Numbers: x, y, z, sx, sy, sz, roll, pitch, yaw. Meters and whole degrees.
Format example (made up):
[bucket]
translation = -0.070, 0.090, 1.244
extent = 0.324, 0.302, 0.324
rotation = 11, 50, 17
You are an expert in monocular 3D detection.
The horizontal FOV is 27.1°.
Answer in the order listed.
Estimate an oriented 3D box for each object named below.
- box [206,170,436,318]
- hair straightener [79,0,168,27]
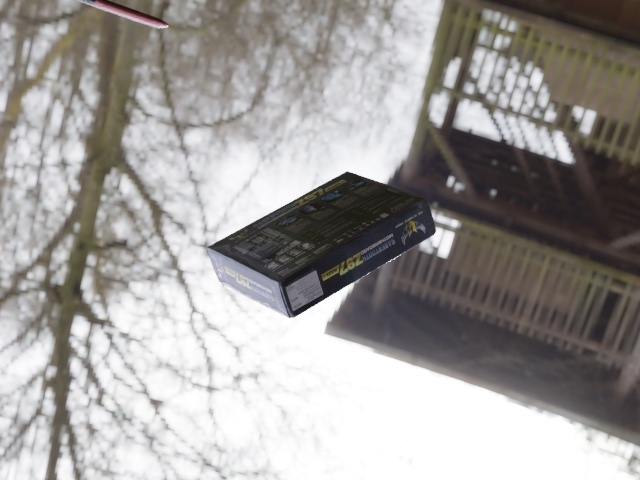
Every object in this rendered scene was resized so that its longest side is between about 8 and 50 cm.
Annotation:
[box]
translation = 0.000, 0.000, 1.672
extent = 0.233, 0.059, 0.183
rotation = -29, -152, -25
[hair straightener]
translation = -0.299, -0.350, 1.726
extent = 0.231, 0.089, 0.047
rotation = 16, -178, -13
